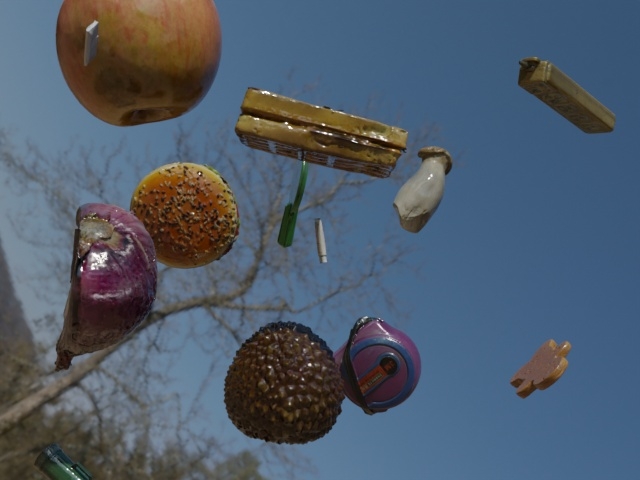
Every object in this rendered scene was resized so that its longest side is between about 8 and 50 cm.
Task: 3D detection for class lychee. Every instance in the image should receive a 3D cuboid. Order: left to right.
[{"bbox_3d":[-0.074,0.293,1.836,0.267,0.267,0.267,45,-28,32],"label":"lychee"}]

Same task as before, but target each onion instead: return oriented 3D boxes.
[{"bbox_3d":[-0.389,0.106,1.632,0.267,0.159,0.349,-100,-156,-48],"label":"onion"}]

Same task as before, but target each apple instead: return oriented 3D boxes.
[{"bbox_3d":[-0.389,-0.421,1.944,0.364,0.364,0.364,45,-28,32],"label":"apple"}]

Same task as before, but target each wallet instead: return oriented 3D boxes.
[{"bbox_3d":[-0.442,-0.380,1.716,0.011,0.044,0.083,21,-47,3],"label":"wallet"}]

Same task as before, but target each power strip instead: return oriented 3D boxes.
[{"bbox_3d":[0.449,-0.258,1.624,0.064,0.305,0.044,1,-106,46],"label":"power strip"}]

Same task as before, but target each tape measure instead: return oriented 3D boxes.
[{"bbox_3d":[0.147,0.332,2.389,0.245,0.231,0.149,49,10,2],"label":"tape measure"}]

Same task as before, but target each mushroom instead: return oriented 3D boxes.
[{"bbox_3d":[0.227,-0.113,1.980,0.097,0.212,0.088,24,-18,3],"label":"mushroom"}]

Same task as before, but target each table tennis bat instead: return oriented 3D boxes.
[{"bbox_3d":[-0.066,-0.103,2.193,0.160,0.039,0.257,-104,-155,-68],"label":"table tennis bat"}]

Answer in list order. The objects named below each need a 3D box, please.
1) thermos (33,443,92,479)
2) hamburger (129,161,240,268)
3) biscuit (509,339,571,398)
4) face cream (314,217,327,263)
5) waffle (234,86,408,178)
[{"bbox_3d":[-0.599,0.577,2.154,0.187,0.083,0.073,39,-12,13],"label":"thermos"},{"bbox_3d":[-0.357,-0.068,2.367,0.300,0.300,0.176,63,-8,-6],"label":"hamburger"},{"bbox_3d":[0.507,0.296,2.018,0.036,0.165,0.250,43,-2,2],"label":"biscuit"},{"bbox_3d":[0.000,0.000,2.218,0.038,0.020,0.115,170,-86,-67],"label":"face cream"},{"bbox_3d":[0.000,-0.203,1.752,0.224,0.327,0.098,179,-74,-88],"label":"waffle"}]
